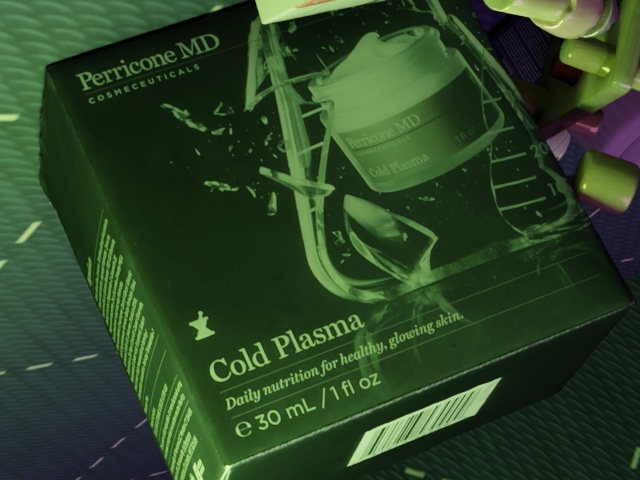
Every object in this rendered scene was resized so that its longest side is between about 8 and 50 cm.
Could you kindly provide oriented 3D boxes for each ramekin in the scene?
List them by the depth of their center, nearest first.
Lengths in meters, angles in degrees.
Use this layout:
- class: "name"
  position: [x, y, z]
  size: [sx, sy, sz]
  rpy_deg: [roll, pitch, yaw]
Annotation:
- class: "ramekin"
  position: [0.432, -0.194, 2.089]
  size: [0.273, 0.127, 0.273]
  rpy_deg: [-26, 163, -9]

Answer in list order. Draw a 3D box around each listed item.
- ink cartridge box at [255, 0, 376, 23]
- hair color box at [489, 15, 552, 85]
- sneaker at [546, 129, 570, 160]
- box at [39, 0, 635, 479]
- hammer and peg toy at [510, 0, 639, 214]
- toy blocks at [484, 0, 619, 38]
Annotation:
- class: "ink cartridge box"
  position: [0.056, -0.288, 1.627]
  size: [0.218, 0.092, 0.158]
  rpy_deg: [-17, -177, -28]
- class: "hair color box"
  position: [0.343, -0.269, 2.132]
  size: [0.347, 0.105, 0.174]
  rpy_deg: [-39, 160, 34]
- class: "sneaker"
  position: [0.262, -0.152, 2.364]
  size: [0.292, 0.110, 0.118]
  rpy_deg: [-13, 149, -37]
- class: "box"
  position: [0.000, 0.000, 1.809]
  size: [0.480, 0.471, 0.297]
  rpy_deg: [-21, 160, -18]
- class: "hammer and peg toy"
  position: [0.297, -0.204, 1.846]
  size: [0.127, 0.361, 0.266]
  rpy_deg: [19, 167, -11]
- class: "toy blocks"
  position: [0.269, -0.369, 1.479]
  size: [0.260, 0.288, 0.309]
  rpy_deg: [2, 144, -49]
